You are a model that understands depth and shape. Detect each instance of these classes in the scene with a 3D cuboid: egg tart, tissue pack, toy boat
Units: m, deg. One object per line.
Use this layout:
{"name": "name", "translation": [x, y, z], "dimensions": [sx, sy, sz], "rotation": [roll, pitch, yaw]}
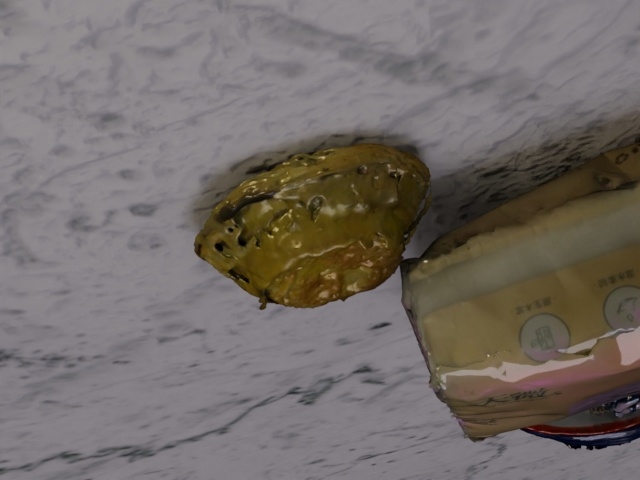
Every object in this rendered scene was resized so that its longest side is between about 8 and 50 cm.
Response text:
{"name": "egg tart", "translation": [0.000, 0.000, 0.561], "dimensions": [0.130, 0.052, 0.130], "rotation": [-16, 159, -7]}
{"name": "tissue pack", "translation": [0.181, 0.023, 0.638], "dimensions": [0.257, 0.123, 0.215], "rotation": [-19, 159, 8]}
{"name": "toy boat", "translation": [0.307, 0.097, 0.993], "dimensions": [0.219, 0.072, 0.318], "rotation": [-2, 144, -23]}
